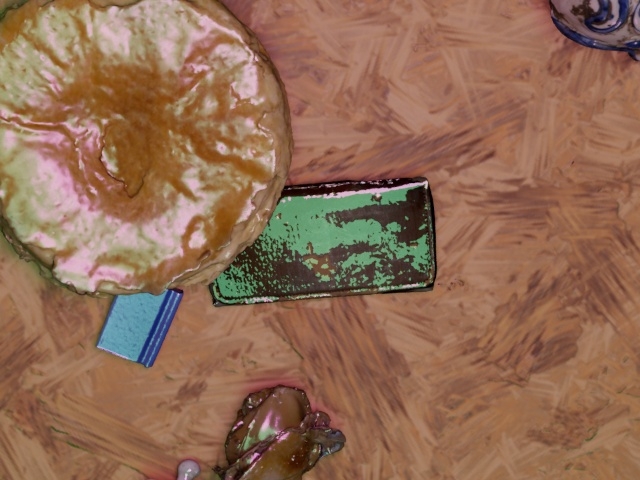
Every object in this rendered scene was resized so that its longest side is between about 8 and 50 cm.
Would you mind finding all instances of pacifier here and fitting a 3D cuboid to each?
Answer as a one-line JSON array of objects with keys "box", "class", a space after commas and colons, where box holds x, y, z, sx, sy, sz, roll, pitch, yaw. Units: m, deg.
[{"box": [-0.145, 0.255, 1.859, 0.083, 0.068, 0.064, 37, 62, -26], "class": "pacifier"}]

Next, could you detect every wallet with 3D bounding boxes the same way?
[{"box": [0.000, 0.000, 1.823, 0.232, 0.031, 0.121, -4, 102, 1], "class": "wallet"}]

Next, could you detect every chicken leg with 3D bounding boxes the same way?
[{"box": [-0.052, 0.243, 1.845, 0.125, 0.080, 0.196, 17, 100, -19], "class": "chicken leg"}]

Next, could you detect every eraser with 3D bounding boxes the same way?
[{"box": [-0.183, 0.079, 1.829, 0.063, 0.027, 0.084, 22, 98, -8], "class": "eraser"}]

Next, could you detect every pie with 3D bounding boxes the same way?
[{"box": [-0.189, -0.103, 1.756, 0.340, 0.083, 0.339, 0, 94, 0], "class": "pie"}]

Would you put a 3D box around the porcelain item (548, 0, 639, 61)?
[{"box": [0.333, -0.309, 1.734, 0.186, 0.138, 0.288, 22, 100, -18], "class": "porcelain item"}]
